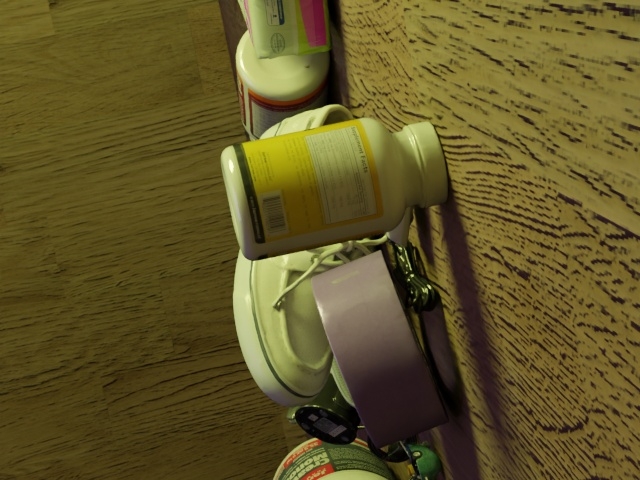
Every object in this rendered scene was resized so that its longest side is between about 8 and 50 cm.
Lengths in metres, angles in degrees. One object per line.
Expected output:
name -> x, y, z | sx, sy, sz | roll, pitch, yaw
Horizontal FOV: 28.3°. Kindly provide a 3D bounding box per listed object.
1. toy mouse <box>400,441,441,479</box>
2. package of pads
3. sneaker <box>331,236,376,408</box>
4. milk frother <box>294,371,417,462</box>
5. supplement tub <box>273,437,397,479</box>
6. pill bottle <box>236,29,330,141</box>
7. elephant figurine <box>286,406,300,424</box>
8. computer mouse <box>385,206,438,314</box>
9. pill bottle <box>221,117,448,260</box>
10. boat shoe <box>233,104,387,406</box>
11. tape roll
toy mouse -> 0.127, 0.288, 1.458 | 0.143, 0.031, 0.161 | 95, 161, -72
package of pads -> -0.063, -0.380, 1.548 | 0.296, 0.101, 0.229 | -108, 9, -49
sneaker -> 0.051, 0.083, 1.559 | 0.091, 0.094, 0.258 | 61, -157, -73
milk frother -> 0.063, 0.199, 1.628 | 0.143, 0.129, 0.134 | 43, -128, -23
supplement tub -> 0.033, 0.400, 1.803 | 0.272, 0.191, 0.191 | -135, 33, -80
pill bottle -> -0.049, -0.195, 1.695 | 0.221, 0.121, 0.121 | 93, 164, -69
elephant figurine -> -0.021, 0.138, 2.064 | 0.186, 0.169, 0.239 | 45, 144, 20
computer mouse -> 0.078, -0.031, 1.238 | 0.106, 0.042, 0.193 | -103, -2, -62
pill bottle -> 0.012, -0.049, 1.101 | 0.103, 0.184, 0.103 | 168, 90, -84
boat shoe -> 0.006, 0.002, 1.440 | 0.136, 0.156, 0.367 | 29, -128, -35
tape roll -> 0.061, 0.111, 1.294 | 0.189, 0.080, 0.189 | -23, -90, -86
